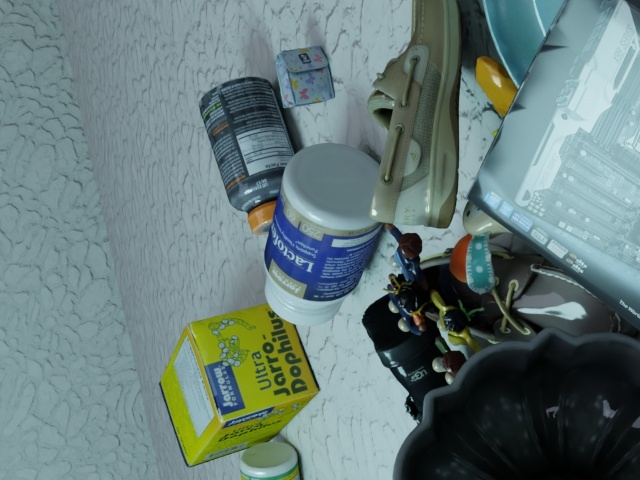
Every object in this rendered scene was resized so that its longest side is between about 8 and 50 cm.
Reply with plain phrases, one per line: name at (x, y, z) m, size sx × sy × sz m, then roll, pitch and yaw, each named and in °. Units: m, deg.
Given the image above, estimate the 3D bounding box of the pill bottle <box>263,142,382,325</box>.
pill bottle at (0.000, 0.000, 1.319) m, size 0.153 × 0.153 × 0.265 m, roll 60°, pitch 151°, yaw 32°

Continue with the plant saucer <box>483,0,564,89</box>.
plant saucer at (0.262, -0.161, 0.691) m, size 0.317 × 0.043 × 0.318 m, roll 37°, pitch 156°, yaw 20°

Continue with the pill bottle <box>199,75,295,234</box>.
pill bottle at (-0.107, -0.136, 1.501) m, size 0.130 × 0.130 × 0.246 m, roll -42°, pitch 63°, yaw 62°

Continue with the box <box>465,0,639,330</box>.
box at (0.281, -0.033, 0.664) m, size 0.307 × 0.076 × 0.242 m, roll 40°, pitch 146°, yaw 16°

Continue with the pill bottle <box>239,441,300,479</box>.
pill bottle at (-0.094, 0.519, 1.805) m, size 0.117 × 0.117 × 0.209 m, roll 24°, pitch 123°, yaw 60°

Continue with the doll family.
doll family at (0.114, 0.068, 0.952) m, size 0.193 × 0.076 × 0.111 m, roll 48°, pitch 176°, yaw 13°

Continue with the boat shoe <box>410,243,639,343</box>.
boat shoe at (0.209, 0.062, 0.976) m, size 0.324 × 0.096 × 0.117 m, roll 14°, pitch 115°, yaw 63°

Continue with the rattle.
rattle at (0.158, -0.055, 0.899) m, size 0.200 × 0.142 × 0.130 m, roll -47°, pitch 47°, yaw 21°

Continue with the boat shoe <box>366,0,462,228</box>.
boat shoe at (0.100, -0.158, 0.988) m, size 0.109 × 0.098 × 0.302 m, roll 85°, pitch -171°, yaw -69°

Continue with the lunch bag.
lunch bag at (-0.025, -0.244, 1.346) m, size 0.053 × 0.071 × 0.083 m, roll -2°, pitch 99°, yaw 66°

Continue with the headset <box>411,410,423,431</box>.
headset at (0.230, 0.339, 0.964) m, size 0.243 × 0.185 × 0.394 m, roll -11°, pitch 103°, yaw 65°

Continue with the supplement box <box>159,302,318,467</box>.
supplement box at (-0.170, 0.285, 1.761) m, size 0.194 × 0.195 × 0.356 m, roll 68°, pitch 154°, yaw 18°

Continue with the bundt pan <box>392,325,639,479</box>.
bundt pan at (0.224, 0.250, 0.815) m, size 0.124 × 0.330 × 0.331 m, roll 77°, pitch 172°, yaw -73°

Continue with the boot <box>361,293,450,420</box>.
boot at (0.141, 0.178, 1.162) m, size 0.207 × 0.094 × 0.246 m, roll 61°, pitch -173°, yaw -12°
